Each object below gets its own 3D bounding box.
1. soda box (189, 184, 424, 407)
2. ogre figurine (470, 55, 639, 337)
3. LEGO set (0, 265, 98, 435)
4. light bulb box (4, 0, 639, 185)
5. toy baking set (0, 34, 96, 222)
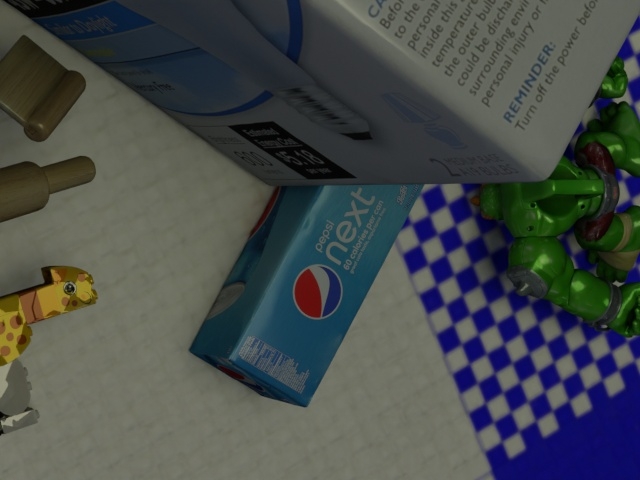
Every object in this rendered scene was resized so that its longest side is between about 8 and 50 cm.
[{"bbox_3d":[0.000,0.000,1.277,0.067,0.071,0.210,33,78,-23],"label":"soda box"},{"bbox_3d":[0.174,-0.035,1.348,0.118,0.097,0.197,0,103,-37],"label":"ogre figurine"},{"bbox_3d":[-0.194,0.017,1.177,0.093,0.087,0.227,-17,100,-24],"label":"LEGO set"},{"bbox_3d":[-0.042,-0.217,1.091,0.361,0.358,0.225,34,76,-22],"label":"light bulb box"},{"bbox_3d":[-0.252,-0.077,1.104,0.256,0.030,0.197,-26,70,-44],"label":"toy baking set"}]
